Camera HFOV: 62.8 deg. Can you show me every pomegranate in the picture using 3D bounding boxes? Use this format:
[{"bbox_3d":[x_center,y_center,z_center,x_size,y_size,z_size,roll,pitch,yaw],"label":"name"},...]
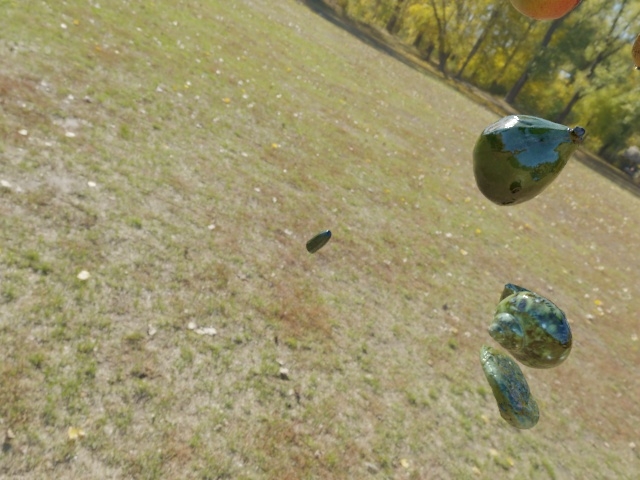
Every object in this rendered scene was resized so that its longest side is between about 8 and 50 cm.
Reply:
[{"bbox_3d":[0.608,-0.718,1.436,0.256,0.221,0.221,-2,31,-10],"label":"pomegranate"}]

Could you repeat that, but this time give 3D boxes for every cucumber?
[{"bbox_3d":[0.000,0.000,1.778,0.048,0.105,0.048,36,33,-28],"label":"cucumber"}]

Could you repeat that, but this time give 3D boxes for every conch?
[{"bbox_3d":[0.381,0.155,0.972,0.181,0.124,0.187,32,14,-37],"label":"conch"}]

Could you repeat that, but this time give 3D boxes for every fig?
[{"bbox_3d":[0.442,-0.175,1.111,0.245,0.195,0.195,-10,-8,42],"label":"fig"}]

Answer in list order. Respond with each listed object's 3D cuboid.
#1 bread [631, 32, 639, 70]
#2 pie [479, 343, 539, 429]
[{"bbox_3d":[0.838,-0.493,1.353,0.106,0.053,0.072,53,23,-65],"label":"bread"},{"bbox_3d":[0.584,0.447,1.618,0.277,0.078,0.277,41,32,-32],"label":"pie"}]
